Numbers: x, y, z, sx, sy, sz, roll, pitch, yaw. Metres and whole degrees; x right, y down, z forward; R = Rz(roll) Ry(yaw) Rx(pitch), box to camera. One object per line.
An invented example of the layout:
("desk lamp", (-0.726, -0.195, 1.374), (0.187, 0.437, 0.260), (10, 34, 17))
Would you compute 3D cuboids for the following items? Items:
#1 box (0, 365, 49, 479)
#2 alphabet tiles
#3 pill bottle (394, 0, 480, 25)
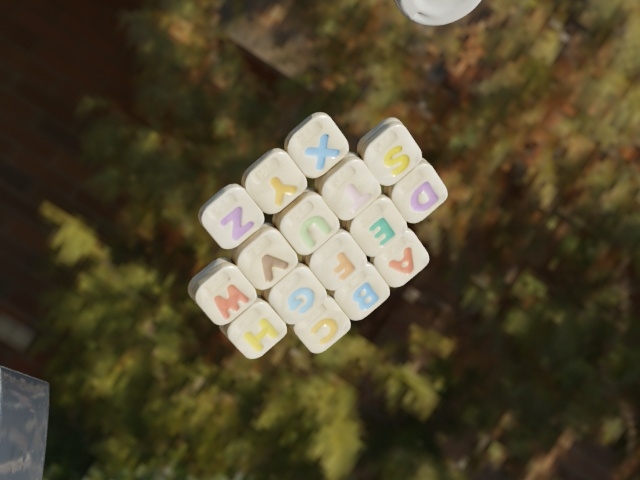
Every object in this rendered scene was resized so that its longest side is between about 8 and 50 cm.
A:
("box", (-0.320, 0.143, 1.393), (0.207, 0.108, 0.153), (4, -9, 5))
("alphabet tiles", (0.000, 0.000, 1.967), (0.021, 0.284, 0.278), (47, -4, 44))
("pill bottle", (0.066, -0.202, 1.246), (0.065, 0.065, 0.116), (31, 29, -39))
